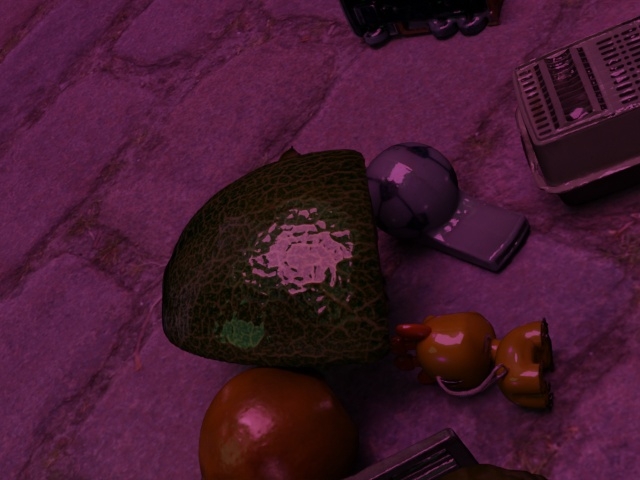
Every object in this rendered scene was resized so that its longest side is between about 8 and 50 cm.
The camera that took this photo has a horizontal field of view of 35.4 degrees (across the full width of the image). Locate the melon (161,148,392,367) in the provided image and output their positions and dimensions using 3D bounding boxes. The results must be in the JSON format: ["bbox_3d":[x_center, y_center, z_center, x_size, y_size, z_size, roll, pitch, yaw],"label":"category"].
[{"bbox_3d":[-0.075,0.053,1.417,0.344,0.226,0.331,-13,70,7],"label":"melon"}]

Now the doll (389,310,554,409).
[{"bbox_3d":[0.197,0.157,1.331,0.221,0.143,0.135,1,55,21],"label":"doll"}]

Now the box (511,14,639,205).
[{"bbox_3d":[0.429,-0.190,1.450,0.290,0.166,0.220,-21,44,17],"label":"box"}]

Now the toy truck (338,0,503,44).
[{"bbox_3d":[0.196,-0.481,1.899,0.305,0.136,0.162,1,47,31],"label":"toy truck"}]

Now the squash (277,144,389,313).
[{"bbox_3d":[0.000,0.000,1.503,0.093,0.252,0.169,-30,42,10],"label":"squash"}]

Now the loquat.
[{"bbox_3d":[-0.073,0.281,1.324,0.246,0.213,0.213,-34,40,-17],"label":"loquat"}]

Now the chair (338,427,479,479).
[{"bbox_3d":[0.078,0.365,1.210,0.270,0.136,0.147,-25,44,11],"label":"chair"}]

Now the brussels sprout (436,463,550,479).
[{"bbox_3d":[0.218,0.357,1.076,0.271,0.210,0.219,-15,25,-1],"label":"brussels sprout"}]

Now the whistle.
[{"bbox_3d":[0.163,-0.067,1.528,0.290,0.163,0.163,22,67,44],"label":"whistle"}]
